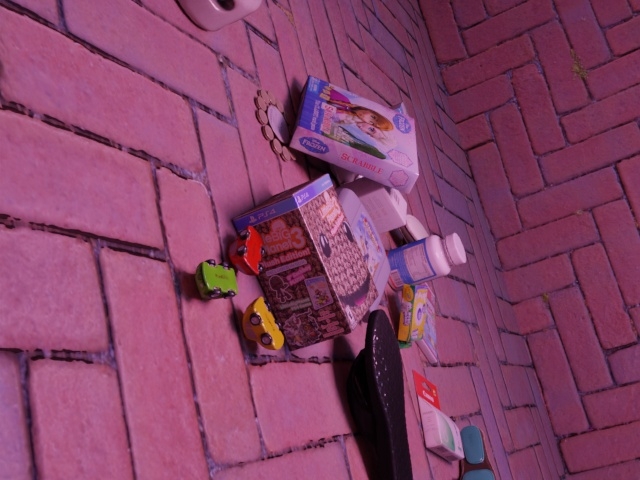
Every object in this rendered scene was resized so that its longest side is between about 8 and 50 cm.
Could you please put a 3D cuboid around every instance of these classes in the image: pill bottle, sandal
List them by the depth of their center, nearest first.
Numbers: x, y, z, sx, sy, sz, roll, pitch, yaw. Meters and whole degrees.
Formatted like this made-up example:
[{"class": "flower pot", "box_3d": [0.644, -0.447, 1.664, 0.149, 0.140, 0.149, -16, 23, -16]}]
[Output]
[{"class": "sandal", "box_3d": [0.120, 0.377, 1.642, 0.167, 0.106, 0.446, 5, 79, -67]}, {"class": "pill bottle", "box_3d": [0.300, 0.057, 2.146, 0.124, 0.221, 0.124, 50, 29, -41]}]

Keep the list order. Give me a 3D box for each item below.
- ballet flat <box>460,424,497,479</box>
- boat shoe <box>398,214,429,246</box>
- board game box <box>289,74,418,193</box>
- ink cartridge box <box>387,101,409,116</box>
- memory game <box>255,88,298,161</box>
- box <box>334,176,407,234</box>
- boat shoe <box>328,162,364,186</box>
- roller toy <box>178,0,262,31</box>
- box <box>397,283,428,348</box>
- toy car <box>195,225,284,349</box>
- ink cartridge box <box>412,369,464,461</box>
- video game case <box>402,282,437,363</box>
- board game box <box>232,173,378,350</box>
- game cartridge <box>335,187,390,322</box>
[{"class": "ballet flat", "box_3d": [0.454, 0.677, 2.134, 0.316, 0.107, 0.106, -77, 154, -53]}, {"class": "boat shoe", "box_3d": [0.311, 0.025, 2.376, 0.305, 0.091, 0.109, 45, 34, -45]}, {"class": "board game box", "box_3d": [0.092, -0.278, 1.902, 0.317, 0.066, 0.319, 21, 34, -10]}, {"class": "ink cartridge box", "box_3d": [0.277, -0.405, 2.670, 0.143, 0.089, 0.092, 64, 23, -16]}, {"class": "memory game", "box_3d": [-0.103, -0.274, 1.781, 0.186, 0.012, 0.186, 49, 30, -41]}, {"class": "box", "box_3d": [0.118, -0.085, 1.917, 0.130, 0.170, 0.091, 55, 28, -31]}, {"class": "boat shoe", "box_3d": [0.100, -0.154, 2.038, 0.258, 0.095, 0.084, 46, 27, -42]}, {"class": "roller toy", "box_3d": [-0.216, -0.558, 1.587, 0.209, 0.146, 0.191, -4, 75, -68]}, {"class": "box", "box_3d": [0.257, 0.212, 2.078, 0.105, 0.043, 0.179, 5, 92, -63]}, {"class": "toy car", "box_3d": [-0.156, 0.078, 1.299, 0.225, 0.053, 0.239, 20, 52, -61]}, {"class": "ink cartridge box", "box_3d": [0.329, 0.483, 2.073, 0.181, 0.056, 0.225, 42, 37, -49]}, {"class": "video game case", "box_3d": [0.305, 0.208, 2.289, 0.204, 0.025, 0.285, 55, 26, -32]}, {"class": "board game box", "box_3d": [-0.021, 0.038, 1.527, 0.291, 0.141, 0.232, 66, 22, -8]}, {"class": "game cartridge", "box_3d": [0.088, 0.029, 1.824, 0.297, 0.062, 0.198, 62, 40, -32]}]
